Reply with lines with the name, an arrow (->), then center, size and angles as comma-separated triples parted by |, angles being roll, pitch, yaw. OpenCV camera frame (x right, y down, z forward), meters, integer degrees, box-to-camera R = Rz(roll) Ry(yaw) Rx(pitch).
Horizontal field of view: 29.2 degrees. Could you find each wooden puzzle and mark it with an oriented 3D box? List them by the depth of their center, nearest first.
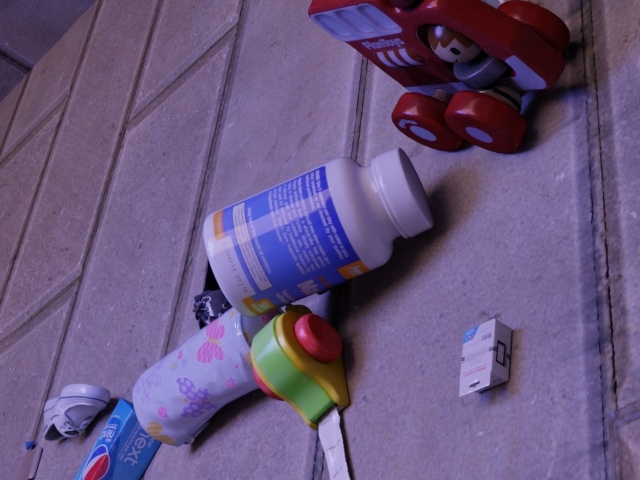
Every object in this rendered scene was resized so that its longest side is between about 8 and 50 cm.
wooden puzzle -> -0.539, 0.419, 2.253 | 0.078, 0.014, 0.116 | -24, 42, 42

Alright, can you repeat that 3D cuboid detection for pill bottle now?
pill bottle -> 0.000, -0.016, 1.575 | 0.272, 0.152, 0.152 | -22, 38, 14

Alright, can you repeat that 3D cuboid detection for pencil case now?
pencil case -> -0.150, 0.186, 1.724 | 0.273, 0.113, 0.124 | -39, 55, 35

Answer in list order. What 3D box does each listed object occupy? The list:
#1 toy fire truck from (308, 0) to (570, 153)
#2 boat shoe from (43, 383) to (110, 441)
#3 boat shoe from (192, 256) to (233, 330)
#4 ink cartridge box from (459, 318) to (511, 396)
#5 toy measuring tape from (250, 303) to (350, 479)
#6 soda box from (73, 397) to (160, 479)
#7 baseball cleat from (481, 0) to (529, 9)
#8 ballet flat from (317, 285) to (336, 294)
toy fire truck -> 0.143, -0.242, 1.518 | 0.302, 0.254, 0.169 | 8, 69, 62
boat shoe -> -0.422, 0.304, 2.121 | 0.226, 0.083, 0.076 | -35, 45, 59
boat shoe -> -0.160, 0.097, 1.875 | 0.080, 0.076, 0.228 | -30, 38, 44
ink cartridge box -> 0.177, 0.131, 1.319 | 0.048, 0.028, 0.083 | -31, 37, 43
toy measuring tape -> -0.026, 0.186, 1.514 | 0.121, 0.121, 0.330 | -45, 30, 25
soda box -> -0.322, 0.355, 1.884 | 0.210, 0.071, 0.067 | -60, 26, -5
baseball cleat -> 0.225, -0.316, 1.687 | 0.109, 0.072, 0.206 | -64, 19, 21
ballet flat -> 0.000, 0.000, 1.737 | 0.068, 0.072, 0.213 | -24, 34, 5
